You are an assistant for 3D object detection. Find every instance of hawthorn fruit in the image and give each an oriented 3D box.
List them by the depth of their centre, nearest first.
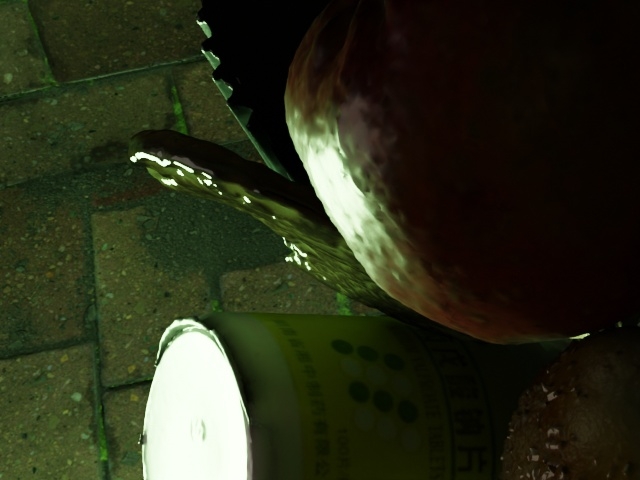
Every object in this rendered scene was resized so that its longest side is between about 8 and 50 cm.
[{"bbox_3d":[0.133,-0.056,1.104,0.300,0.254,0.254,41,-163,-22],"label":"hawthorn fruit"}]

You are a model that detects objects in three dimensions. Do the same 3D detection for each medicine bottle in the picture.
[{"bbox_3d":[0.067,0.163,1.468,0.213,0.379,0.213,-8,80,61],"label":"medicine bottle"}]

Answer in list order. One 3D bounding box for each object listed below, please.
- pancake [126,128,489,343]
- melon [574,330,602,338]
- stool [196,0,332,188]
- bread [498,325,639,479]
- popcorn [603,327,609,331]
[{"bbox_3d":[0.000,0.000,1.308,0.033,0.288,0.286,-63,3,-6],"label":"pancake"},{"bbox_3d":[0.223,0.054,1.630,0.182,0.054,0.098,95,-168,-65],"label":"melon"},{"bbox_3d":[0.086,-0.110,1.423,0.330,0.297,0.297,67,-169,-66],"label":"stool"},{"bbox_3d":[0.206,0.210,1.279,0.305,0.159,0.305,-10,-90,-90],"label":"bread"},{"bbox_3d":[0.219,0.071,1.772,0.097,0.109,0.089,24,97,49],"label":"popcorn"}]
